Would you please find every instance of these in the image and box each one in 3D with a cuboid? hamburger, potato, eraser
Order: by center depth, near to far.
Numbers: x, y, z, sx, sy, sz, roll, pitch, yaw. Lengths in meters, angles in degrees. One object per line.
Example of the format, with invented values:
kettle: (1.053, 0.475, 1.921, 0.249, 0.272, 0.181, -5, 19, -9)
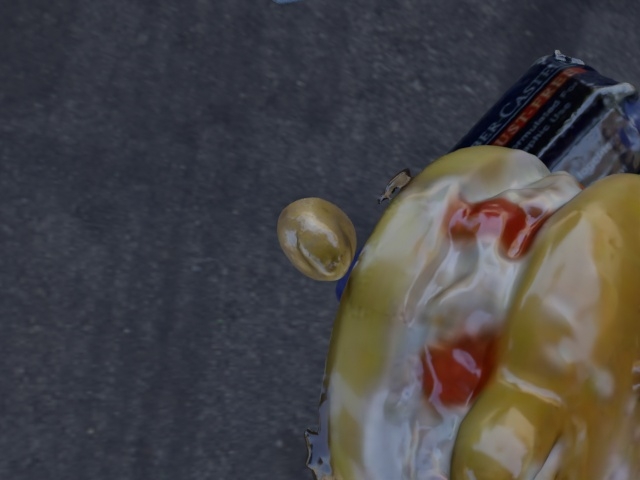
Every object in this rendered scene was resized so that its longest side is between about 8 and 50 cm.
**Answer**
hamburger: (0.127, 0.085, 0.848, 0.186, 0.303, 0.261, 14, 108, 35)
potato: (0.000, 0.000, 1.138, 0.068, 0.083, 0.062, 13, 98, -19)
eraser: (0.163, -0.029, 1.335, 0.332, 0.101, 0.155, -45, 29, -1)

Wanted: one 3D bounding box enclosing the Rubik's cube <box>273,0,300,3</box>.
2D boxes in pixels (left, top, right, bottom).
Rubik's cube: (0.026, -0.348, 1.430, 0.228, 0.229, 0.233, -31, 34, 2)
